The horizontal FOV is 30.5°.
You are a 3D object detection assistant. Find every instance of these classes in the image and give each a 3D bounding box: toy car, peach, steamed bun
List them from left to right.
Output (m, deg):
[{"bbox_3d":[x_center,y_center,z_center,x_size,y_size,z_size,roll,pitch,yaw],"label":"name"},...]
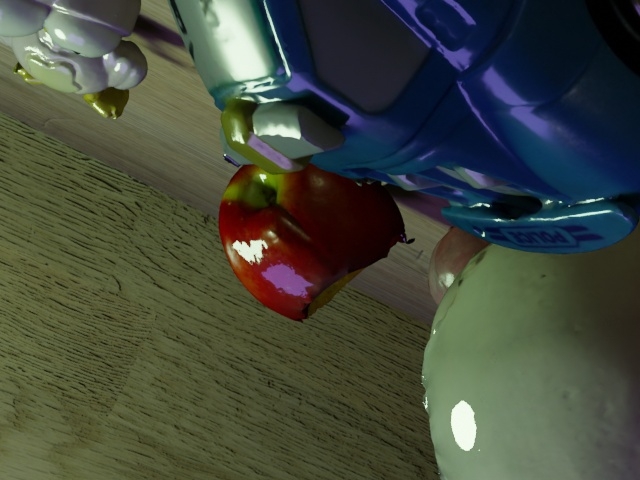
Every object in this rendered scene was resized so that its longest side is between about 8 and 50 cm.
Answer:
[{"bbox_3d":[0.000,0.000,1.281,0.196,0.190,0.226,6,156,42],"label":"peach"},{"bbox_3d":[0.007,-0.106,0.457,0.314,0.166,0.198,34,168,-21],"label":"toy car"},{"bbox_3d":[0.251,0.110,0.891,0.309,0.309,0.309,25,174,3],"label":"steamed bun"}]

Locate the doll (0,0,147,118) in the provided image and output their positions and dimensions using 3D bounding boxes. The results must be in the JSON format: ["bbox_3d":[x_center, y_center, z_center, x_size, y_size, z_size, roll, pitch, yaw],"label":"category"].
[{"bbox_3d":[-0.229,-0.192,1.024,0.160,0.094,0.365,22,175,-4],"label":"doll"}]

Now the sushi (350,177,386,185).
[{"bbox_3d":[0.033,-0.092,0.857,0.078,0.090,0.150,23,173,-23],"label":"sushi"}]

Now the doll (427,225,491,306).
[{"bbox_3d":[0.224,0.068,1.142,0.256,0.152,0.196,26,170,6],"label":"doll"}]
